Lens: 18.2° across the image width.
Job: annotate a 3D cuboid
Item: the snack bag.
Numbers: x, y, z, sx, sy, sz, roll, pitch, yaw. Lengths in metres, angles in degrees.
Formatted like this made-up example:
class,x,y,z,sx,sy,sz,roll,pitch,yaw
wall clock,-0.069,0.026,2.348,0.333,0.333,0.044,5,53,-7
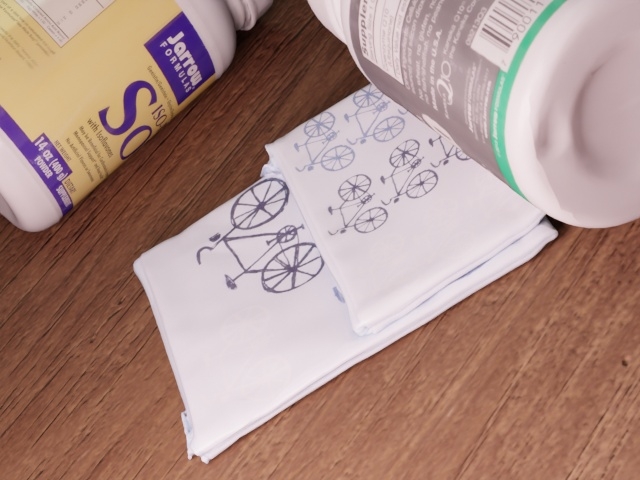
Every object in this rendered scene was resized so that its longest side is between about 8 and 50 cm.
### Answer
class,x,y,z,sx,sy,sz,roll,pitch,yaw
snack bag,0.000,0.000,1.657,0.342,0.037,0.323,-33,33,5

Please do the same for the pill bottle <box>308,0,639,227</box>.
class,x,y,z,sx,sy,sz,roll,pitch,yaw
pill bottle,0.142,-0.172,1.560,0.204,0.204,0.361,-39,39,-6

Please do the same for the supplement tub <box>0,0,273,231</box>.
class,x,y,z,sx,sy,sz,roll,pitch,yaw
supplement tub,-0.233,-0.196,1.927,0.331,0.241,0.241,-43,33,-11
